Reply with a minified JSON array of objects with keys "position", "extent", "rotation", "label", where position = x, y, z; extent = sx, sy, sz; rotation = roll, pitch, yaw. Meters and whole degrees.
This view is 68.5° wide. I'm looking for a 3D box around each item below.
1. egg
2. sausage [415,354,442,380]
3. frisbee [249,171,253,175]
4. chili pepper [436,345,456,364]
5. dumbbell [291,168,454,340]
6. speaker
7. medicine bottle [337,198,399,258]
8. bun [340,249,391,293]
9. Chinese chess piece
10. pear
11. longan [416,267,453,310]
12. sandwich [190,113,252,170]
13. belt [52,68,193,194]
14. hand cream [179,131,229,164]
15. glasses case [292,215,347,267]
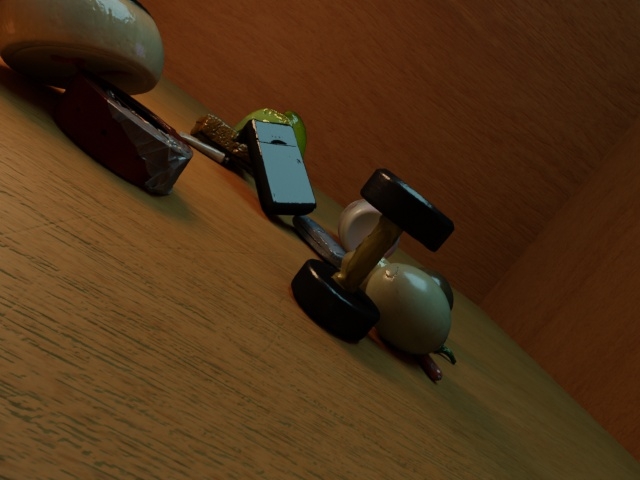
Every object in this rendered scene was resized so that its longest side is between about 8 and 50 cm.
[{"position":[0.214,0.167,1.140],"extent":[0.253,0.186,0.186],"rotation":[54,5,-16],"label":"egg"},{"position":[0.250,0.281,1.217],"extent":[0.034,0.034,0.253],"rotation":[33,10,-26],"label":"sausage"},{"position":[-0.268,-0.275,2.040],"extent":[0.110,0.014,0.110],"rotation":[35,10,-7],"label":"frisbee"},{"position":[0.361,0.327,1.408],"extent":[0.118,0.035,0.056],"rotation":[43,18,-30],"label":"chili pepper"},{"position":[0.105,0.031,0.996],"extent":[0.203,0.323,0.204],"rotation":[36,10,-7],"label":"dumbbell"},{"position":[-0.168,-0.237,1.595],"extent":[0.179,0.184,0.389],"rotation":[0,63,-35],"label":"speaker"},{"position":[0.191,-0.051,1.947],"extent":[0.241,0.241,0.302],"rotation":[36,10,-8],"label":"medicine bottle"},{"position":[0.138,0.125,1.316],"extent":[0.222,0.127,0.222],"rotation":[36,-21,16],"label":"bun"},{"position":[-0.522,-0.434,1.041],"extent":[0.337,0.141,0.338],"rotation":[1,-1,0],"label":"Chinese chess piece"},{"position":[-0.199,-0.424,2.045],"extent":[0.342,0.318,0.238],"rotation":[38,14,8],"label":"pear"},{"position":[0.347,0.183,1.582],"extent":[0.212,0.198,0.198],"rotation":[40,10,3],"label":"longan"},{"position":[-0.360,-0.374,1.823],"extent":[0.273,0.095,0.249],"rotation":[31,-5,-28],"label":"sandwich"},{"position":[-0.405,-0.227,1.002],"extent":[0.323,0.115,0.227],"rotation":[40,11,14],"label":"belt"},{"position":[-0.422,-0.334,1.702],"extent":[0.194,0.042,0.067],"rotation":[28,20,-24],"label":"hand cream"},{"position":[0.000,0.000,1.542],"extent":[0.109,0.067,0.282],"rotation":[24,15,-46],"label":"glasses case"}]
